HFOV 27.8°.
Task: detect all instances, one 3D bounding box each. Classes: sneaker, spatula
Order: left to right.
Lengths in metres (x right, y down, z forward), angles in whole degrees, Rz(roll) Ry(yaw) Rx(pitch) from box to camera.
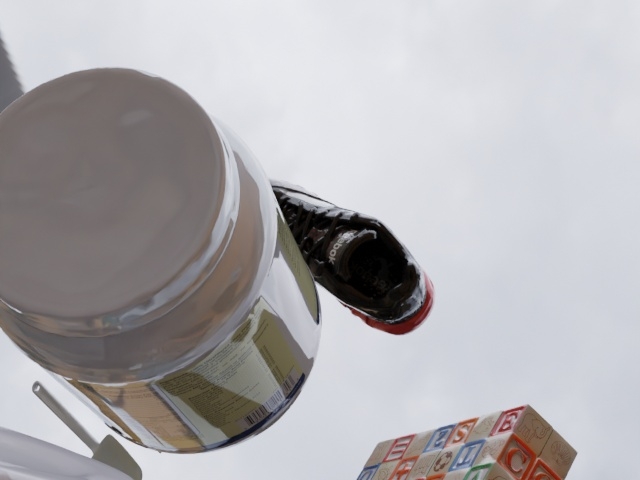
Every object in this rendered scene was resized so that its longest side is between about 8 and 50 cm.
[{"bbox_3d":[-0.249,0.178,1.507,0.242,0.019,0.168,34,-85,39],"label":"spatula"},{"bbox_3d":[0.000,0.000,1.383,0.276,0.097,0.135,31,-10,10],"label":"sneaker"}]

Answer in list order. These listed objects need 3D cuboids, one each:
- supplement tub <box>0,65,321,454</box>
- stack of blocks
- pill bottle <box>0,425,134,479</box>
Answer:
[{"bbox_3d":[-0.135,0.026,1.051,0.236,0.235,0.325,7,-22,13],"label":"supplement tub"},{"bbox_3d":[0.138,0.302,1.492,0.087,0.171,0.297,44,-34,-12],"label":"stack of blocks"},{"bbox_3d":[-0.204,0.239,0.652,0.160,0.160,0.283,18,-95,6],"label":"pill bottle"}]
